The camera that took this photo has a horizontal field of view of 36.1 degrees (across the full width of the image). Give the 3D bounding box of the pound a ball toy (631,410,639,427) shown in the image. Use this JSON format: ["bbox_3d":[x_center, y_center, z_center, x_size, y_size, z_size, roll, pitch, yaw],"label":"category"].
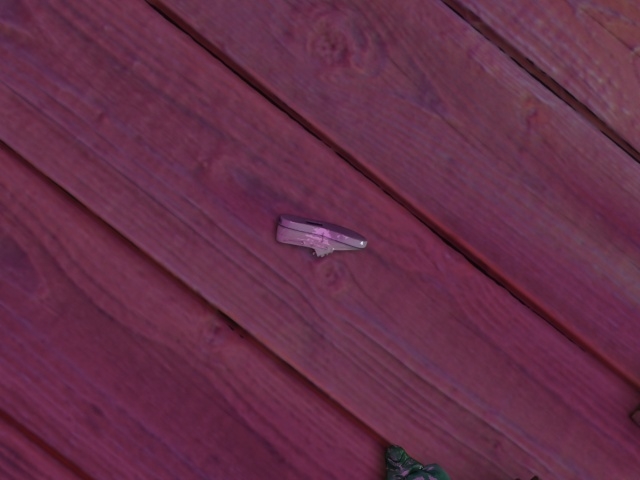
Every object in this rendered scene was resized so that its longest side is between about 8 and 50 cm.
[{"bbox_3d":[0.507,0.194,1.079,0.319,0.136,0.208,44,78,-3],"label":"pound a ball toy"}]

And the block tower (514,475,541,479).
[{"bbox_3d":[0.128,0.382,0.956,0.097,0.091,0.335,44,94,-3],"label":"block tower"}]

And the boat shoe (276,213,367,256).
[{"bbox_3d":[0.000,0.000,1.068,0.100,0.035,0.035,13,108,-12],"label":"boat shoe"}]

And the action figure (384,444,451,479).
[{"bbox_3d":[0.121,0.322,1.029,0.137,0.063,0.232,-22,91,-10],"label":"action figure"}]
